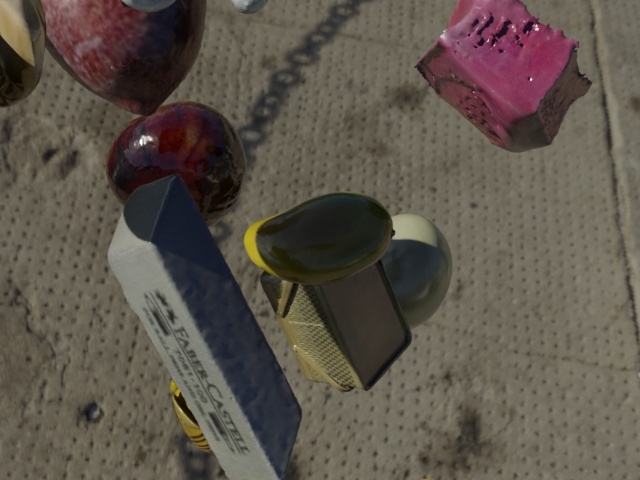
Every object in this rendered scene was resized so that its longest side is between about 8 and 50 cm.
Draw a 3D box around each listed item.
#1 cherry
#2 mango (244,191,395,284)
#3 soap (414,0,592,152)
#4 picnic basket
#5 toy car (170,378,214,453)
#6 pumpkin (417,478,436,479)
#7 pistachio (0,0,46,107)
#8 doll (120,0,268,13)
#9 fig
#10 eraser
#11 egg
[{"bbox_3d":[-0.259,-0.306,1.202,0.230,0.203,0.300,-14,81,-12],"label":"cherry"},{"bbox_3d":[0.003,0.002,1.195,0.191,0.085,0.122,-23,60,-6],"label":"mango"},{"bbox_3d":[0.242,-0.225,1.252,0.220,0.325,0.127,41,94,-4],"label":"soap"},{"bbox_3d":[0.029,0.117,1.592,0.139,0.267,0.165,2,34,44],"label":"picnic basket"},{"bbox_3d":[-0.206,0.296,1.748,0.142,0.248,0.200,-11,39,-38],"label":"toy car"},{"bbox_3d":[0.179,0.547,1.641,0.222,0.139,0.317,0,7,22],"label":"pumpkin"},{"bbox_3d":[-0.363,-0.196,0.796,0.318,0.214,0.193,33,59,28],"label":"pistachio"},{"bbox_3d":[-0.078,-0.280,0.706,0.161,0.257,0.215,-29,98,-52],"label":"doll"},{"bbox_3d":[-0.240,-0.128,1.550,0.235,0.235,0.214,10,67,-5],"label":"fig"},{"bbox_3d":[-0.128,0.105,1.017,0.077,0.111,0.352,-34,103,-35],"label":"eraser"},{"bbox_3d":[0.170,0.070,1.970,0.219,0.269,0.219,19,20,-7],"label":"egg"}]
